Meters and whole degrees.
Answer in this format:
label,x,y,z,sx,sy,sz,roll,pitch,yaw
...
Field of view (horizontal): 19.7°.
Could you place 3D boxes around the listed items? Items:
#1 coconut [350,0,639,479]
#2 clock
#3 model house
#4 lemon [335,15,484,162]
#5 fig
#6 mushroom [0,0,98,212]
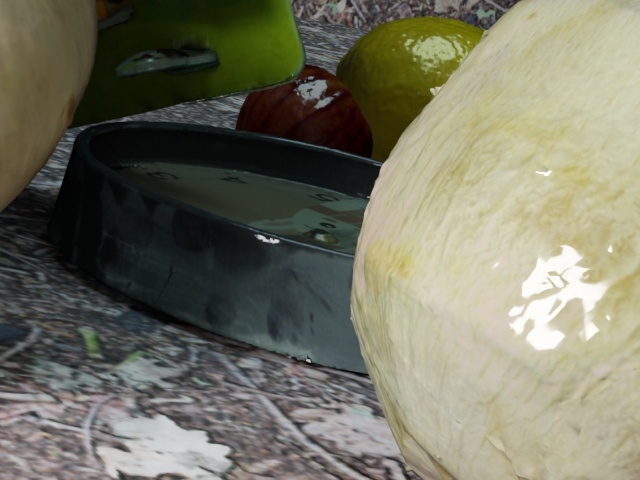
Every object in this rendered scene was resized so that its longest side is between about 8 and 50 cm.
label,x,y,z,sx,sy,sz,roll,pitch,yaw
coconut,0.151,0.038,0.878,0.297,0.254,0.297,36,0,0
clock,0.000,0.000,1.307,0.386,0.076,0.386,14,12,-3
model house,-0.222,-0.160,1.236,0.358,0.242,0.313,-7,15,25
lemon,0.107,-0.136,1.831,0.193,0.180,0.180,-7,11,4
fig,-0.020,-0.086,1.600,0.128,0.128,0.150,17,41,14
mushroom,-0.289,-0.070,0.957,0.362,0.294,0.362,-5,34,4
